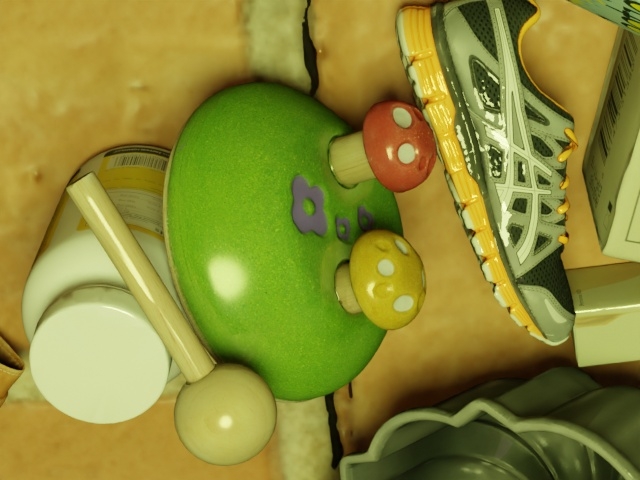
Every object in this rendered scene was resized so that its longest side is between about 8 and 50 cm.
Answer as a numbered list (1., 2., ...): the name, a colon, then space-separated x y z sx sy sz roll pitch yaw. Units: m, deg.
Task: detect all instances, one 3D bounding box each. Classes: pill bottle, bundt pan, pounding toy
1. pill bottle: -0.112 0.025 0.985 0.103 0.184 0.103 1 117 2
2. bundt pan: 0.165 0.221 1.048 0.331 0.124 0.330 20 124 33
3. pounding toy: 0.000 0.000 0.929 0.110 0.237 0.183 -15 101 35

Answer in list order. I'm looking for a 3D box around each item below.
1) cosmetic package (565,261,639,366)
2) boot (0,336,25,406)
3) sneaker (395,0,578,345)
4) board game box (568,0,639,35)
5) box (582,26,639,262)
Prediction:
1. cosmetic package: 0.209 0.040 1.050 0.115 0.060 0.041 -7 114 4
2. boot: -0.237 0.128 1.107 0.152 0.073 0.197 -42 111 16
3. sneaker: 0.112 -0.042 0.991 0.083 0.084 0.214 -20 103 1
4. board game box: 0.228 -0.135 0.783 0.275 0.144 0.142 26 95 -2
5. box: 0.317 -0.050 0.965 0.311 0.121 0.148 11 116 -3
